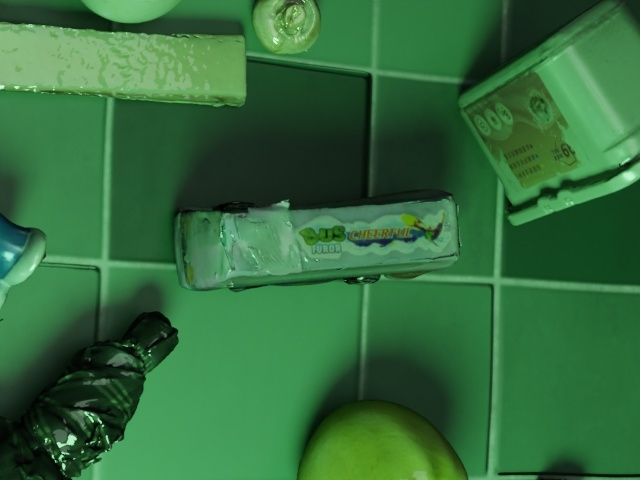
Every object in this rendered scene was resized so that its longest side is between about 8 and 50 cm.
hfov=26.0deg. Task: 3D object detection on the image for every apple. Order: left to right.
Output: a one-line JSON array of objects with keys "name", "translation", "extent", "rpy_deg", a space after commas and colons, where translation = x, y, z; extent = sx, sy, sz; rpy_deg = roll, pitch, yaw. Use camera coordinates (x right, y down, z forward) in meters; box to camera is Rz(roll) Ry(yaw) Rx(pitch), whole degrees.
[{"name": "apple", "translation": [0.072, 0.277, 1.570], "extent": [0.200, 0.200, 0.200], "rpy_deg": [1, 88, -23]}]

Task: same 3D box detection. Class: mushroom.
[{"name": "mushroom", "translation": [-0.038, -0.255, 1.603], "extent": [0.084, 0.067, 0.083], "rpy_deg": [-2, 96, -21]}]

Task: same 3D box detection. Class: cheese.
[{"name": "cheese", "translation": [-0.269, -0.196, 1.523], "extent": [0.400, 0.034, 0.085], "rpy_deg": [0, 92, -23]}]

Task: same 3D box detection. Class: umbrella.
[{"name": "umbrella", "translation": [-0.288, 0.205, 1.460], "extent": [0.336, 0.154, 0.128], "rpy_deg": [-56, 148, -33]}]

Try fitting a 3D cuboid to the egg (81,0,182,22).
[{"name": "egg", "translation": [-0.189, -0.333, 1.496], "extent": [0.151, 0.151, 0.209], "rpy_deg": [33, 76, -19]}]

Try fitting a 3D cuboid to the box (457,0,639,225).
[{"name": "box", "translation": [0.295, -0.152, 1.621], "extent": [0.175, 0.312, 0.182], "rpy_deg": [-35, 92, -20]}]

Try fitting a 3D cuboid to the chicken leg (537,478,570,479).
[{"name": "chicken leg", "translation": [0.217, 0.396, 1.685], "extent": [0.304, 0.093, 0.113], "rpy_deg": [-38, 120, -28]}]

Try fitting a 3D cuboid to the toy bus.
[{"name": "toy bus", "translation": [0.000, 0.000, 1.571], "extent": [0.317, 0.138, 0.112], "rpy_deg": [-6, 89, -25]}]

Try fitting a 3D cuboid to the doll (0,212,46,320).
[{"name": "doll", "translation": [-0.409, -0.018, 1.391], "extent": [0.257, 0.161, 0.215], "rpy_deg": [34, 101, -21]}]
